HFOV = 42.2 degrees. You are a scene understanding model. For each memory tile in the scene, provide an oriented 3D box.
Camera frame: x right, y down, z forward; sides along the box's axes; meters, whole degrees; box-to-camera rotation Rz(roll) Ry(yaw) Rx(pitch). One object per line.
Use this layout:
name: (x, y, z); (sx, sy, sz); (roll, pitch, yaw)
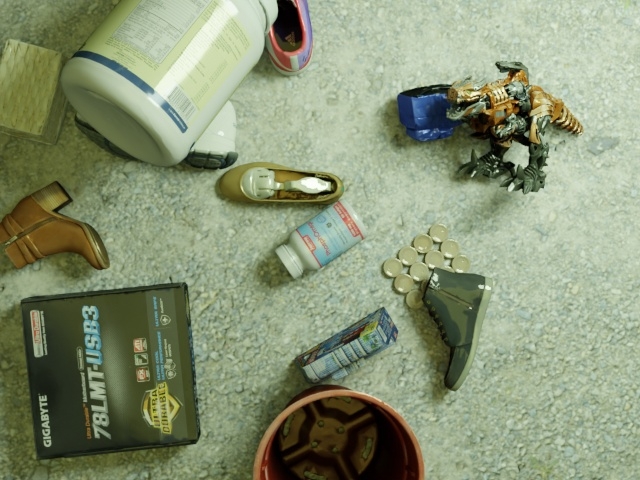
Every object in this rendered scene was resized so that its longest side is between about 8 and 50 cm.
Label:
memory tile: (0.201, 0.047, 1.567); (0.148, 0.012, 0.113); (-37, 92, -2)

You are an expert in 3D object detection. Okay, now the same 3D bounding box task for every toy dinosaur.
toy dinosaur: (0.357, -0.205, 1.480); (0.322, 0.164, 0.218); (6, 105, -13)

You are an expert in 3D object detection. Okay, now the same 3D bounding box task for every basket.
basket: (-0.517, -0.266, 1.477); (0.113, 0.103, 0.167); (14, 89, -4)

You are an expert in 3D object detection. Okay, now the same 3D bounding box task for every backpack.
backpack: (0.213, -0.239, 1.528); (0.120, 0.098, 0.101); (-13, 112, -12)

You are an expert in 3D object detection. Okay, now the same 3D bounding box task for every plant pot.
plant pot: (0.021, 0.371, 1.432); (0.272, 0.265, 0.272); (0, 90, -4)

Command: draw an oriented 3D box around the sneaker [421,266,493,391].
sneaker: (0.234, 0.162, 1.539); (0.118, 0.083, 0.222); (14, 93, 4)

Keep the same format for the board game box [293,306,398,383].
board game box: (0.038, 0.205, 1.491); (0.194, 0.194, 0.060); (-30, 91, 11)

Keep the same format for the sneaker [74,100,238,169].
sneaker: (-0.292, -0.211, 1.505); (0.297, 0.111, 0.129); (8, 75, -8)

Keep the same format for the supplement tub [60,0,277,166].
supplement tub: (-0.239, -0.310, 1.361); (0.235, 0.235, 0.325); (35, 72, -3)

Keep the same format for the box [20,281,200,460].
box: (-0.377, 0.234, 1.506); (0.293, 0.073, 0.295); (-5, 90, -4)

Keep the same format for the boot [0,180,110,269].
boot: (-0.486, 0.008, 1.499); (0.152, 0.073, 0.197); (-37, 80, -4)

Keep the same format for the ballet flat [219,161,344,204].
ballet flat: (-0.071, -0.106, 1.520); (0.232, 0.073, 0.080); (0, 90, -3)

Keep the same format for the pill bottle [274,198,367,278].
pill bottle: (0.000, 0.000, 1.517); (0.160, 0.087, 0.087); (-34, 92, -3)

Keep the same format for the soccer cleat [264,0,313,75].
soccer cleat: (-0.074, -0.463, 1.496); (0.108, 0.116, 0.318); (-11, 91, -3)
